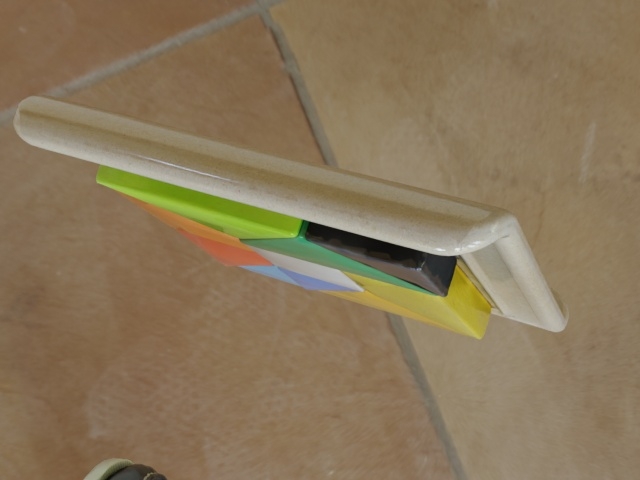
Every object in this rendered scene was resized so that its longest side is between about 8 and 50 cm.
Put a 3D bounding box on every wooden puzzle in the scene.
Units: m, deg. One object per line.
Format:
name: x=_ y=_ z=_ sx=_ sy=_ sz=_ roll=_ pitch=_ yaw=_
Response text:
wooden puzzle: x=0.000 y=0.000 z=0.511 sx=0.221 sy=0.238 sz=0.044 roll=15 pitch=85 yaw=22

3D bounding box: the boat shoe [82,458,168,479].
boat shoe: x=-0.106 y=0.257 z=0.590 sx=0.113 sy=0.340 sz=0.127 roll=-9 pitch=118 yaw=11
